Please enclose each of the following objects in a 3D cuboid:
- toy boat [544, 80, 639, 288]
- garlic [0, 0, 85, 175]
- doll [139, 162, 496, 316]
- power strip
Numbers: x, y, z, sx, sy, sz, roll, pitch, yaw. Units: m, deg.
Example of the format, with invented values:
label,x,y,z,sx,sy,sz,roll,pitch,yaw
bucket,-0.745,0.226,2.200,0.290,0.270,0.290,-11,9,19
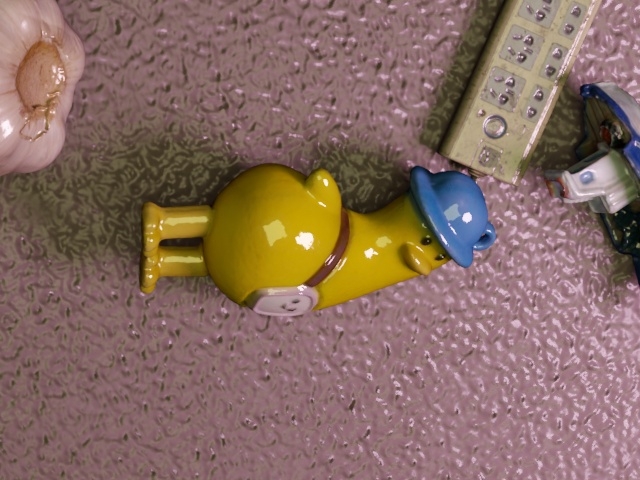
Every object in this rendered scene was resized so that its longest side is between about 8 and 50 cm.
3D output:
label,x,y,z,sx,sy,sz,roll,pitch,yaw
toy boat,0.309,-0.033,1.717,0.115,0.114,0.262,-35,105,-14
garlic,-0.352,-0.157,1.615,0.226,0.199,0.199,5,100,26
doll,0.000,0.000,1.683,0.363,0.145,0.199,-2,140,-12
power strip,0.197,-0.154,1.727,0.092,0.034,0.268,23,95,-11
